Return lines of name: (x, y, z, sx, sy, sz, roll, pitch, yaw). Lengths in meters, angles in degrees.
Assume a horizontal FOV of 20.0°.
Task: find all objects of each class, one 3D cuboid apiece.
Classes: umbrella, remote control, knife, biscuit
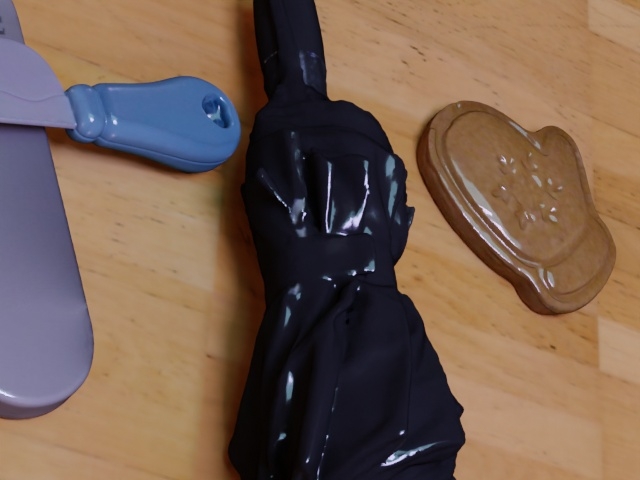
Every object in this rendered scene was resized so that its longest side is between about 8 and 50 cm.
umbrella: (0.000, 0.000, 0.919, 0.118, 0.118, 0.340, 10, 53, -31)
remote control: (-0.163, -0.032, 0.866, 0.077, 0.022, 0.245, 0, 64, -38)
knife: (-0.139, -0.071, 0.875, 0.244, 0.032, 0.058, 7, 60, -41)
biscuit: (0.120, -0.029, 1.061, 0.140, 0.023, 0.118, 43, 49, -6)
